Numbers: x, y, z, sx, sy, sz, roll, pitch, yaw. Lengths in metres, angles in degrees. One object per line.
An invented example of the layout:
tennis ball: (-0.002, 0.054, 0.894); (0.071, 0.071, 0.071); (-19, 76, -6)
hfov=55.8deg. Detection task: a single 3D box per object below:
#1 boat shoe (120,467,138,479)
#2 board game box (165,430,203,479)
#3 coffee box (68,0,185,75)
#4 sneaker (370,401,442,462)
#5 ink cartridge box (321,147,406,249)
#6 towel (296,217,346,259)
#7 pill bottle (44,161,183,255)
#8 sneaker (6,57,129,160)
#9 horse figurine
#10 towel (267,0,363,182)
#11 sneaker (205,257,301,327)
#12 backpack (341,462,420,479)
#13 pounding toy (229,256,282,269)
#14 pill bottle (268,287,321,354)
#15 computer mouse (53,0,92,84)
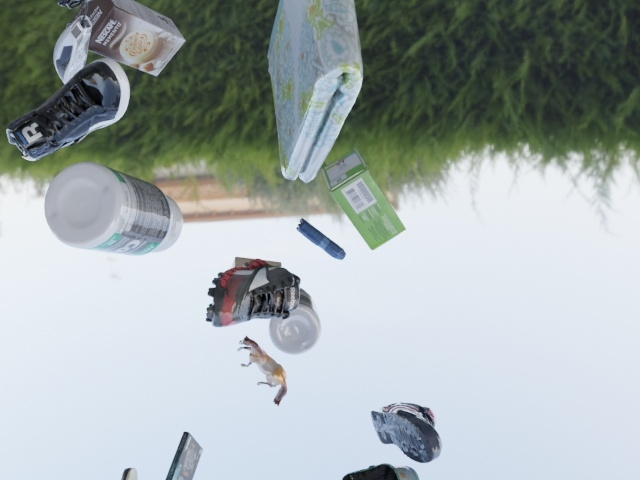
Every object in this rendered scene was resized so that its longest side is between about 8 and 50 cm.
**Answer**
boat shoe: (-0.425, 0.550, 1.287); (0.043, 0.137, 0.049); (10, 178, 22)
board game box: (-0.450, 0.745, 1.991); (0.026, 0.126, 0.186); (-2, -136, 18)
coffee box: (-0.497, -0.539, 1.568); (0.141, 0.098, 0.246); (-43, 158, 22)
sneaker: (0.225, 0.425, 1.403); (0.131, 0.112, 0.319); (-15, 179, -16)
ink cartridge box: (0.087, -0.125, 1.420); (0.097, 0.189, 0.255); (-32, -149, 9)
towel: (0.000, 0.000, 1.288); (0.119, 0.029, 0.067); (37, -176, -9)
pill bottle: (-0.506, -0.066, 1.542); (0.204, 0.204, 0.361); (0, 175, 13)
sneaker: (-0.360, -0.168, 0.844); (0.217, 0.079, 0.121); (-24, -164, 43)
horse figurine: (-0.186, 0.421, 1.990); (0.066, 0.263, 0.174); (-42, -176, -38)
towel: (-0.015, -0.323, 1.092); (0.090, 0.320, 0.374); (-3, 158, -16)
sneaker: (-0.113, 0.100, 1.123); (0.135, 0.097, 0.276); (12, -169, 14)
backpack: (0.150, 0.592, 1.359); (0.144, 0.188, 0.165); (20, -134, -26)
pounding toy: (-0.150, 0.141, 1.632); (0.206, 0.181, 0.094); (8, -127, -19)
pill bottle: (-0.087, 0.245, 1.938); (0.161, 0.161, 0.283); (-5, -170, -4)
computer mouse: (-0.423, -0.349, 1.024); (0.042, 0.193, 0.106); (27, -139, -10)
